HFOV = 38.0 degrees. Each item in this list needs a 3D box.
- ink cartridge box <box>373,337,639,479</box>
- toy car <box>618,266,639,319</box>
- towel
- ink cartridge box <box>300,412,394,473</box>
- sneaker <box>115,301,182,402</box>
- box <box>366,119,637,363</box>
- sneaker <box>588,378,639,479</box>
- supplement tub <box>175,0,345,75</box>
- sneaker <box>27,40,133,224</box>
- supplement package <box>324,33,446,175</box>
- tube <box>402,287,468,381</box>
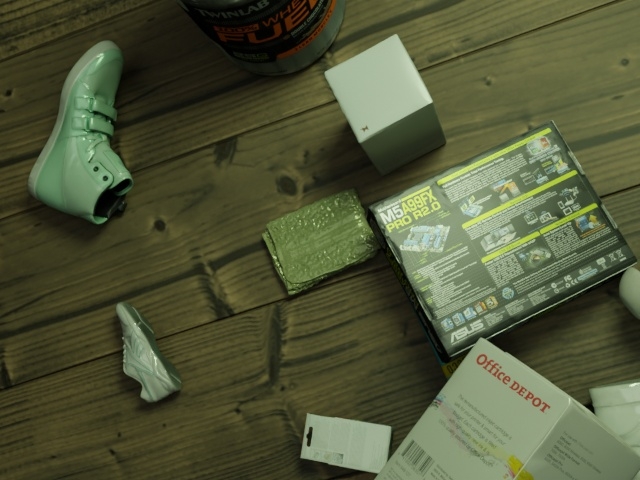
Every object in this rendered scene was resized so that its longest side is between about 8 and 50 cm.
[{"bbox_3d":[0.213,0.270,1.073,0.233,0.168,0.171,-53,32,0],"label":"ink cartridge box"},{"bbox_3d":[0.459,0.065,1.084,0.159,0.136,0.182,-40,99,3],"label":"toy car"},{"bbox_3d":[0.000,0.000,1.275,0.148,0.027,0.110,-26,75,9],"label":"towel"},{"bbox_3d":[0.035,0.265,1.219,0.115,0.029,0.063,7,82,15],"label":"ink cartridge box"},{"bbox_3d":[-0.254,0.156,1.294,0.061,0.053,0.152,-33,75,9],"label":"sneaker"},{"bbox_3d":[0.226,0.000,1.175,0.270,0.060,0.216,-26,75,-7],"label":"box"},{"bbox_3d":[0.479,0.234,1.088,0.292,0.108,0.169,-12,79,21],"label":"sneaker"},{"bbox_3d":[-0.096,-0.361,1.199,0.207,0.338,0.207,-2,80,13],"label":"supplement tub"},{"bbox_3d":[-0.307,-0.149,1.337,0.151,0.094,0.256,26,97,22],"label":"sneaker"},{"bbox_3d":[0.088,-0.170,1.204,0.105,0.179,0.105,-27,76,7],"label":"supplement package"},{"bbox_3d":[0.168,0.116,1.208,0.080,0.052,0.207,-31,79,12],"label":"tube"}]
